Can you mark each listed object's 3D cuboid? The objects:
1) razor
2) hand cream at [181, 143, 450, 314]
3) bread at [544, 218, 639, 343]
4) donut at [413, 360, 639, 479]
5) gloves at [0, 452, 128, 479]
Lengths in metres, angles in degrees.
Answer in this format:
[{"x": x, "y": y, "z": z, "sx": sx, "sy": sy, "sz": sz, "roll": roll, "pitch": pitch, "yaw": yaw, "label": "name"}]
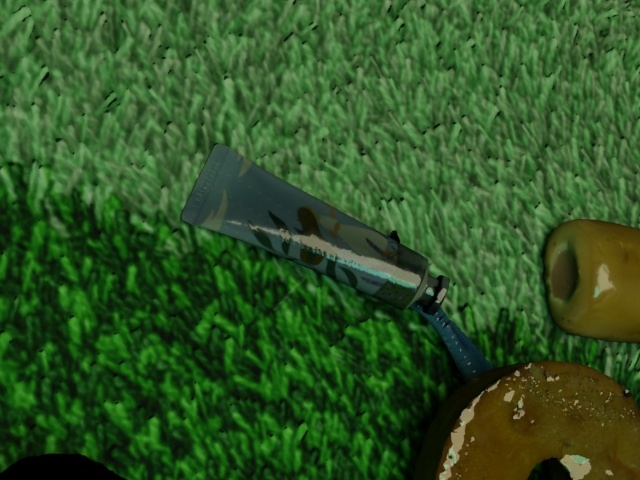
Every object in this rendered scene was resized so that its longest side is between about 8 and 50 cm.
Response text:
[{"x": 0.137, "y": 0.107, "z": 1.487, "sx": 0.253, "sy": 0.042, "sz": 0.082, "roll": 50, "pitch": 62, "yaw": -13, "label": "razor"}, {"x": 0.000, "y": 0.000, "z": 1.410, "sx": 0.271, "sy": 0.058, "sz": 0.091, "roll": 27, "pitch": 71, "yaw": -8, "label": "hand cream"}, {"x": 0.394, "y": 0.058, "z": 1.614, "sx": 0.305, "sy": 0.091, "sz": 0.142, "roll": 10, "pitch": 71, "yaw": -28, "label": "bread"}, {"x": 0.210, "y": 0.253, "z": 1.440, "sx": 0.278, "sy": 0.108, "sz": 0.277, "roll": -1, "pitch": 92, "yaw": -22, "label": "donut"}, {"x": -0.176, "y": 0.310, "z": 1.213, "sx": 0.197, "sy": 0.152, "sz": 0.301, "roll": -39, "pitch": 100, "yaw": -21, "label": "gloves"}]
